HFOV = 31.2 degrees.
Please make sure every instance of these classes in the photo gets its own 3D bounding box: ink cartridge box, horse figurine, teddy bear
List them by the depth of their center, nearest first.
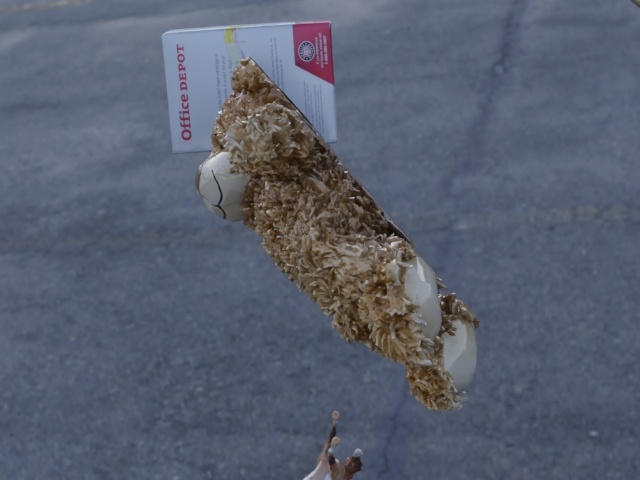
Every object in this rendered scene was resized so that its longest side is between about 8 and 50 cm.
[{"bbox_3d":[0.000,0.000,0.894,0.113,0.245,0.338,-41,69,3],"label":"teddy bear"},{"bbox_3d":[-0.074,-0.167,1.227,0.176,0.128,0.127,-3,12,-1],"label":"ink cartridge box"},{"bbox_3d":[-0.007,0.414,1.917,0.066,0.174,0.263,21,48,19],"label":"horse figurine"}]

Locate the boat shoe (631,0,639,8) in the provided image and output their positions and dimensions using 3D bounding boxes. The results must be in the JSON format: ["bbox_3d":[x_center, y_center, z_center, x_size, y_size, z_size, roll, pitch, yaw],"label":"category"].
[{"bbox_3d":[0.434,-0.251,1.182,0.277,0.096,0.098,10,34,-35],"label":"boat shoe"}]
